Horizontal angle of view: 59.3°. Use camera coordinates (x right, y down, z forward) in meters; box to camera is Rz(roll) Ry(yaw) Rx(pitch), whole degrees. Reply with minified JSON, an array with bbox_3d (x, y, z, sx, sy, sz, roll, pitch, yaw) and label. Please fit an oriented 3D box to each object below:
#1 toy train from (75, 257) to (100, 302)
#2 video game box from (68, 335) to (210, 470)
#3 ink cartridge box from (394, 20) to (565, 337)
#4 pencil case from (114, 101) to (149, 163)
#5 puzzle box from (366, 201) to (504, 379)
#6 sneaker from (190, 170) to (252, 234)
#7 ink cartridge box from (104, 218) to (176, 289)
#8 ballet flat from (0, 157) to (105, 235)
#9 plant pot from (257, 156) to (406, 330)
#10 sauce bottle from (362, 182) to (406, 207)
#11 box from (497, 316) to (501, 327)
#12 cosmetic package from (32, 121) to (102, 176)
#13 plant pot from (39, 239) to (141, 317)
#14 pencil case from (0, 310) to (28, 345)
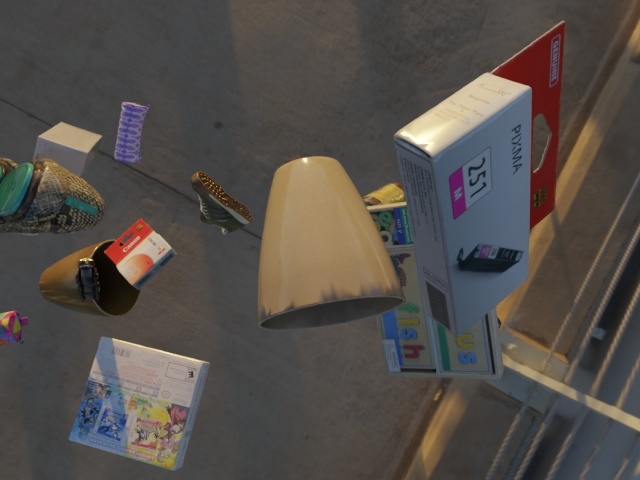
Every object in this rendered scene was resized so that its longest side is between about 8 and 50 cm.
[{"bbox_3d":[-0.311,0.054,0.752,0.027,0.158,0.036,-2,74,-21],"label":"toy train"},{"bbox_3d":[-0.319,0.285,0.998,0.205,0.048,0.187,12,76,11],"label":"video game box"},{"bbox_3d":[0.203,-0.054,0.611,0.239,0.275,0.060,-35,46,-16],"label":"ink cartridge box"},{"bbox_3d":[-0.621,-0.352,1.847,0.088,0.086,0.206,9,106,-15],"label":"pencil case"},{"bbox_3d":[0.247,0.111,1.258,0.272,0.052,0.408,-6,99,28],"label":"puzzle box"},{"bbox_3d":[-0.238,-0.071,1.245,0.086,0.192,0.064,-32,50,15],"label":"sneaker"},{"bbox_3d":[-0.507,0.028,1.556,0.179,0.045,0.145,40,78,23],"label":"ink cartridge box"},{"bbox_3d":[-0.562,-0.067,1.067,0.483,0.182,0.163,6,75,42],"label":"ballet flat"},{"bbox_3d":[0.000,0.000,1.001,0.257,0.256,0.273,-10,74,3],"label":"plant pot"},{"bbox_3d":[0.222,-0.123,1.813,0.112,0.344,0.111,11,112,29],"label":"sauce bottle"},{"bbox_3d":[0.406,0.283,1.717,0.231,0.056,0.183,16,68,40],"label":"box"},{"bbox_3d":[-0.556,-0.205,1.248,0.099,0.239,0.060,16,104,-18],"label":"cosmetic package"},{"bbox_3d":[-0.734,0.128,1.752,0.255,0.237,0.237,-6,83,22],"label":"plant pot"},{"bbox_3d":[-0.984,0.268,1.619,0.237,0.104,0.104,-9,83,-8],"label":"pencil case"}]
